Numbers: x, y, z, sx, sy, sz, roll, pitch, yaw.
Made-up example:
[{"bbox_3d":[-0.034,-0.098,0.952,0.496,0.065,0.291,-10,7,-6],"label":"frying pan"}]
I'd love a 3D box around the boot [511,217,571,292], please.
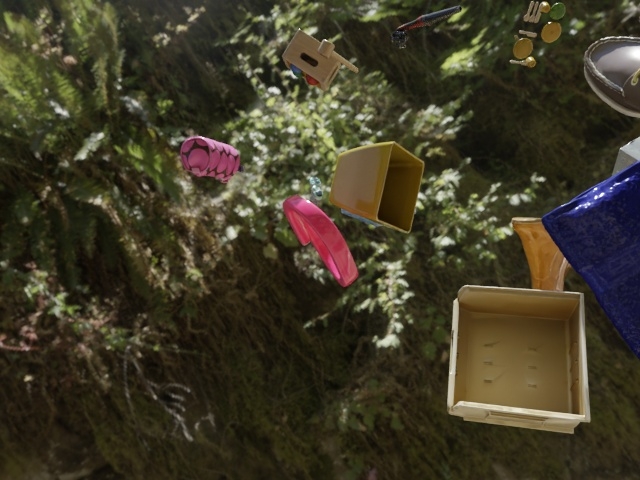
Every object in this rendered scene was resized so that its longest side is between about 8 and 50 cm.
[{"bbox_3d":[0.534,0.056,1.396,0.104,0.211,0.295,8,1,43],"label":"boot"}]

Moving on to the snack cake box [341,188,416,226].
[{"bbox_3d":[0.186,-0.127,1.877,0.152,0.089,0.264,-19,-18,27],"label":"snack cake box"}]

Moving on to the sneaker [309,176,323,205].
[{"bbox_3d":[-0.020,-0.154,1.902,0.038,0.098,0.069,3,-41,-14],"label":"sneaker"}]

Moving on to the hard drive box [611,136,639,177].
[{"bbox_3d":[0.880,-0.176,1.576,0.181,0.089,0.232,-28,-41,-14],"label":"hard drive box"}]

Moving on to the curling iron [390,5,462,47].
[{"bbox_3d":[0.312,-0.639,1.734,0.035,0.068,0.274,-12,3,-38],"label":"curling iron"}]

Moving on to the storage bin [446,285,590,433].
[{"bbox_3d":[0.405,0.243,1.220,0.260,0.263,0.123,3,-29,13],"label":"storage bin"}]

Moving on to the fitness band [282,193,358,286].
[{"bbox_3d":[0.000,0.000,1.417,0.054,0.209,0.291,-38,-38,-9],"label":"fitness band"}]

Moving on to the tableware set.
[{"bbox_3d":[0.519,-0.492,1.395,0.103,0.024,0.154,6,-57,-9],"label":"tableware set"}]

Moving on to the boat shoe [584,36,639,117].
[{"bbox_3d":[0.493,-0.212,0.799,0.096,0.324,0.117,22,-69,-46],"label":"boat shoe"}]

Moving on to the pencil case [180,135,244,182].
[{"bbox_3d":[-0.265,-0.195,1.424,0.209,0.095,0.098,-9,-69,-77],"label":"pencil case"}]

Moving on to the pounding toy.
[{"bbox_3d":[-0.003,-0.443,1.482,0.094,0.181,0.206,-57,1,5],"label":"pounding toy"}]

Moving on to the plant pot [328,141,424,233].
[{"bbox_3d":[0.148,-0.152,1.644,0.187,0.212,0.212,10,-4,35],"label":"plant pot"}]

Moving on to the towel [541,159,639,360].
[{"bbox_3d":[0.526,0.036,0.916,0.227,0.308,0.076,-30,-21,3],"label":"towel"}]
